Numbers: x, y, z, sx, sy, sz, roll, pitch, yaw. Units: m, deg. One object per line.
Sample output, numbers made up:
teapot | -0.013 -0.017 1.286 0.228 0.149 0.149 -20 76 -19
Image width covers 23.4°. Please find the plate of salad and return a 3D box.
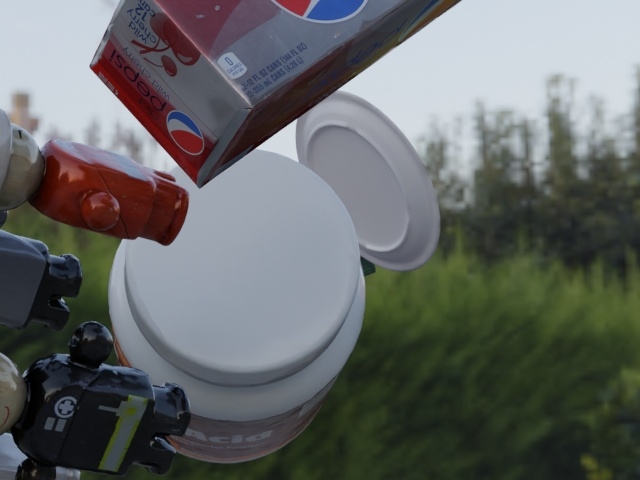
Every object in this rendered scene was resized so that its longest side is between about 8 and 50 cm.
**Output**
plate of salad | 0.050 -0.061 1.526 0.048 0.200 0.200 -34 11 -32

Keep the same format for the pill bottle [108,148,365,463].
pill bottle | -0.079 0.068 1.407 0.224 0.224 0.392 -1 -16 -6

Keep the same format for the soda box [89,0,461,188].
soda box | 0.008 -0.140 0.819 0.263 0.092 0.083 -38 -7 -35

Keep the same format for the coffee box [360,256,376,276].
coffee box | 0.000 0.000 1.871 0.113 0.040 0.184 -22 -33 -5

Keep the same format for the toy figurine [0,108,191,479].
toy figurine | -0.182 0.051 0.879 0.148 0.213 0.209 14 -28 -33
